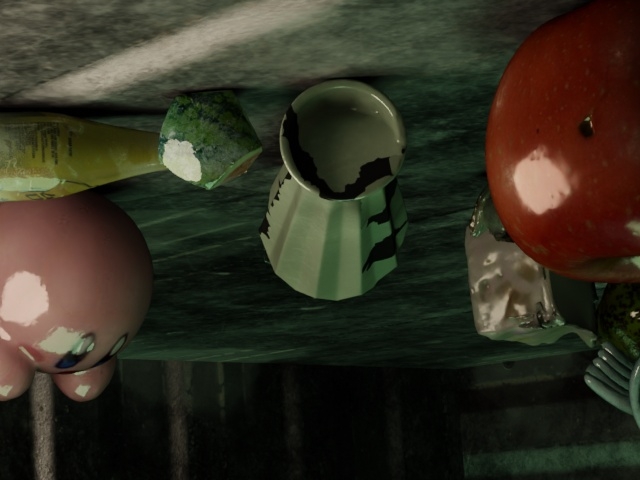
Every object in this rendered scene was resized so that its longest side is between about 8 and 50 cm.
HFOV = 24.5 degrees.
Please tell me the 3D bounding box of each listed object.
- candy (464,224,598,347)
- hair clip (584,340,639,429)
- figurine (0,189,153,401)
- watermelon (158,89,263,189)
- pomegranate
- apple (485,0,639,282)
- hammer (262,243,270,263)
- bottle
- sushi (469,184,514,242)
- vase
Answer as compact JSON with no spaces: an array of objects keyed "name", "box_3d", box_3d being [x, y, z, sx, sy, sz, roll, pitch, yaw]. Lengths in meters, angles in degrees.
[{"name":"candy","box_3d":[0.298,0.061,2.066,0.137,0.185,0.195,-14,166,29]},{"name":"hair clip","box_3d":[0.512,0.144,2.014,0.238,0.392,0.318,-50,172,15]},{"name":"figurine","box_3d":[-0.305,0.029,1.665,0.211,0.261,0.269,-40,152,24]},{"name":"watermelon","box_3d":[-0.103,-0.088,1.349,0.092,0.085,0.072,-25,158,4]},{"name":"pomegranate","box_3d":[0.587,0.099,2.467,0.204,0.277,0.222,32,-157,16]},{"name":"apple","box_3d":[0.256,-0.081,1.157,0.260,0.217,0.260,-2,170,0]},{"name":"hammer","box_3d":[0.000,0.000,2.059,0.103,0.029,0.246,1,168,-26]},{"name":"bottle","box_3d":[-0.237,-0.079,1.369,0.269,0.083,0.083,-2,170,-16]},{"name":"sushi","box_3d":[0.276,-0.053,1.704,0.134,0.109,0.273,-3,-175,-25]},{"name":"vase","box_3d":[0.016,-0.048,1.479,0.165,0.165,0.360,-3,165,-2]}]
